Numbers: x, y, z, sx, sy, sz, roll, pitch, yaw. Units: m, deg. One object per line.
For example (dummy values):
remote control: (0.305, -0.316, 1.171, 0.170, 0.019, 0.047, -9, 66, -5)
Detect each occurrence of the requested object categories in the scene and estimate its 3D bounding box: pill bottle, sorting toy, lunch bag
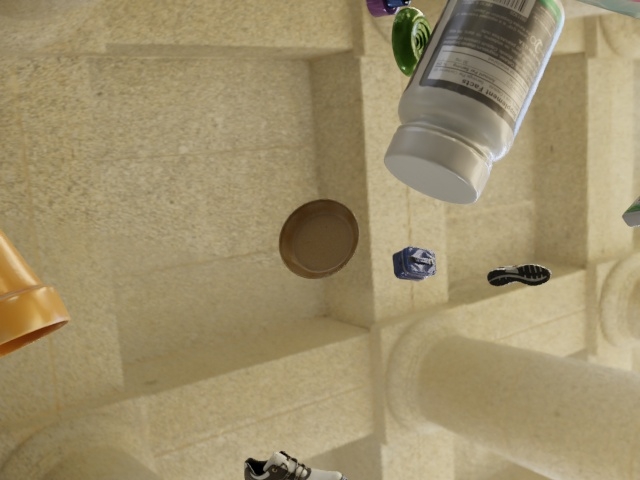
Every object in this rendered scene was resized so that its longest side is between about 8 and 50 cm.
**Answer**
pill bottle: (0.255, -0.258, 1.219, 0.204, 0.204, 0.361, 33, -102, -35)
sorting toy: (0.224, -0.355, 1.324, 0.365, 0.126, 0.127, 39, -118, -48)
lunch bag: (0.214, 0.051, 1.640, 0.098, 0.065, 0.067, 8, -114, -33)

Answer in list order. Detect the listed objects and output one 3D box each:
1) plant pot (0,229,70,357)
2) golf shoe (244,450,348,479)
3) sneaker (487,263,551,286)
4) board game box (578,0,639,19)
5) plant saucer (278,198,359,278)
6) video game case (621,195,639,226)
plant pot: (-0.492, 0.073, 1.022, 0.205, 0.205, 0.188, -24, -93, -32)
golf shoe: (-0.053, 0.422, 1.282, 0.077, 0.198, 0.094, -45, -59, -66)
sneaker: (0.351, 0.057, 1.267, 0.043, 0.109, 0.040, -28, -66, -63)
board game box: (0.331, -0.241, 0.587, 0.336, 0.254, 0.079, 9, -84, -17)
plant saucer: (0.000, 0.000, 0.704, 0.083, 0.083, 0.015, -66, -26, -11)
video game case: (0.492, -0.094, 0.853, 0.193, 0.212, 0.023, -41, -81, -20)
